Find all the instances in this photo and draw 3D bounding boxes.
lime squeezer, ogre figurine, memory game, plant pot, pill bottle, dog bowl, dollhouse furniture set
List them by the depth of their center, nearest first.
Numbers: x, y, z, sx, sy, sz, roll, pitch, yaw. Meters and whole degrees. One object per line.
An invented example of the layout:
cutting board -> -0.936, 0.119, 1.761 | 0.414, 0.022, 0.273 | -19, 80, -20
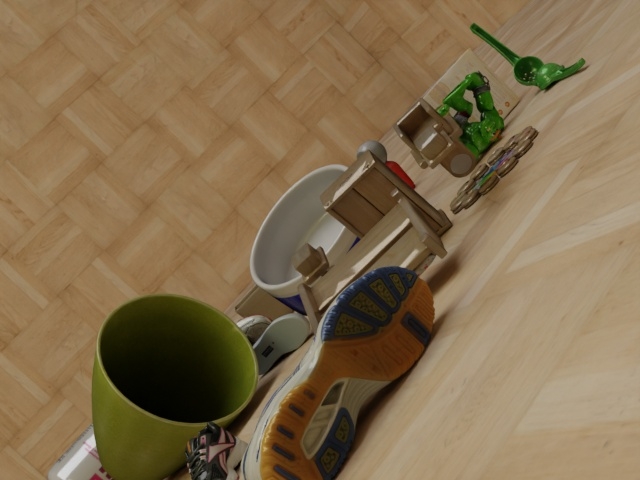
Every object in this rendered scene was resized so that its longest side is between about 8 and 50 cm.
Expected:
dollhouse furniture set -> 0.138, 0.023, 1.274 | 0.303, 0.174, 0.355 | -45, 29, 14
memory game -> 0.267, -0.111, 1.476 | 0.186, 0.012, 0.186 | -45, 5, 5
plant pot -> -0.284, 0.290, 1.645 | 0.275, 0.274, 0.294 | -52, -7, -51
lime squeezer -> 0.386, -0.317, 1.681 | 0.058, 0.110, 0.310 | -31, 33, -12
ogre figurine -> 0.261, -0.208, 1.692 | 0.097, 0.118, 0.197 | -36, 11, 39
dog bowl -> 0.000, 0.000, 1.696 | 0.265, 0.104, 0.265 | -34, 34, 28
pill bottle -> -0.436, 0.460, 1.880 | 0.283, 0.160, 0.160 | -49, 6, -25
plant pot -> -0.120, 0.147, 2.126 | 0.109, 0.096, 0.109 | -47, 5, -3

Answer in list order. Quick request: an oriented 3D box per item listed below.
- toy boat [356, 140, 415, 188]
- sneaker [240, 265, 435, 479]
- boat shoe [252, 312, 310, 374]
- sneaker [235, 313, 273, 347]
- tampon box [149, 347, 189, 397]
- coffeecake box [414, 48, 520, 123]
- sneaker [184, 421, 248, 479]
toy boat -> 0.228, -0.240, 2.036 | 0.318, 0.148, 0.267 | -44, 6, 17
sneaker -> 0.009, 0.145, 1.020 | 0.296, 0.112, 0.131 | -48, 5, -30
boat shoe -> -0.071, 0.169, 1.725 | 0.183, 0.065, 0.083 | -43, 7, 39
sneaker -> -0.176, 0.250, 1.973 | 0.225, 0.088, 0.092 | -47, 26, -4
tampon box -> -0.240, 0.251, 1.812 | 0.101, 0.161, 0.120 | -44, 17, 19
coffeecake box -> 0.268, -0.250, 1.816 | 0.185, 0.142, 0.068 | -48, 5, -20
sneaker -> -0.157, 0.307, 1.289 | 0.072, 0.077, 0.178 | -46, 6, 11
